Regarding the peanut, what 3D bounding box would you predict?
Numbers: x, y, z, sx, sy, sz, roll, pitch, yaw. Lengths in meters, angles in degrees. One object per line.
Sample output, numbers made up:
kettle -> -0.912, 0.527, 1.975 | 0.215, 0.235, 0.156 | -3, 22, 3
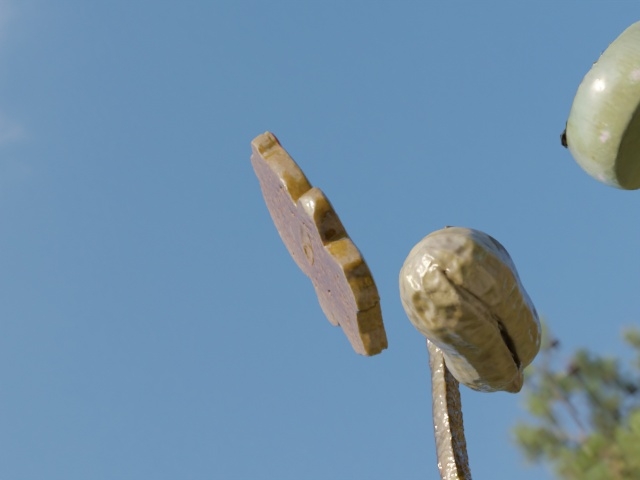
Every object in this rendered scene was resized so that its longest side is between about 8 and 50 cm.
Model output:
peanut -> 0.096, 0.045, 1.147 | 0.080, 0.080, 0.174 | -33, -35, -1

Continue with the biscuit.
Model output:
biscuit -> 0.000, 0.000, 1.614 | 0.036, 0.225, 0.166 | -26, -43, -11

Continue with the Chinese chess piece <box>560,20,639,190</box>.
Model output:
Chinese chess piece -> 0.259, -0.110, 1.452 | 0.144, 0.058, 0.144 | -35, -34, -28

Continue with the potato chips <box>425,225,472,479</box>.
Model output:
potato chips -> 0.091, 0.088, 1.275 | 0.026, 0.204, 0.037 | 18, -32, -31
